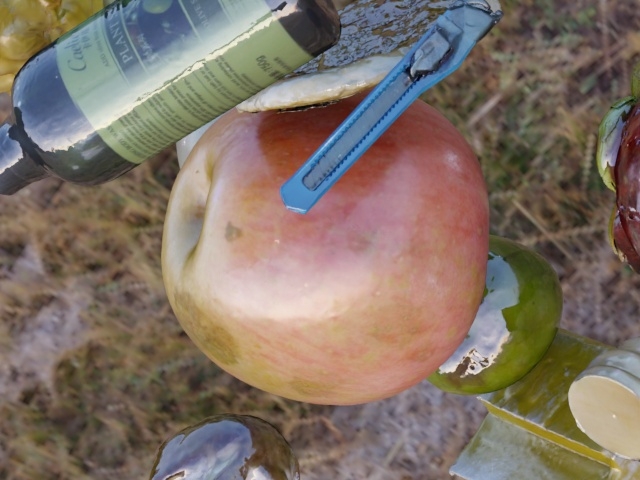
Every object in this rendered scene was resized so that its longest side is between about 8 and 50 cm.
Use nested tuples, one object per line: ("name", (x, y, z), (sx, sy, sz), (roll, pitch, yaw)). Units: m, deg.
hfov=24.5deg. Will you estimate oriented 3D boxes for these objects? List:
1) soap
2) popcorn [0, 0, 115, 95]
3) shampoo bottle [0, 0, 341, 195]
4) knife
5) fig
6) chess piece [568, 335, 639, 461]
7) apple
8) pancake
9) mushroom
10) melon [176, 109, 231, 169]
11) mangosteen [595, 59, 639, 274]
("soap", (0.319, 0.252, 1.830), (0.259, 0.143, 0.281), (-54, 31, -11))
("popcorn", (-0.268, -0.245, 1.255), (0.190, 0.250, 0.250), (-9, 58, 23))
("shampoo bottle", (-0.127, -0.104, 0.978), (0.283, 0.101, 0.101), (-30, 49, 14))
("knife", (0.065, -0.123, 1.276), (0.296, 0.044, 0.026), (-48, 8, -27))
("fig", (0.206, 0.085, 1.854), (0.203, 0.225, 0.203), (12, 109, 35))
("chess piece", (0.428, 0.078, 1.653), (0.117, 0.117, 0.397), (12, 43, 42))
("apple", (0.000, 0.000, 1.591), (0.364, 0.364, 0.364), (-19, 54, 28))
("pancake", (0.042, -0.188, 1.438), (0.282, 0.049, 0.282), (-21, 21, 8))
("mushroom", (-0.081, 0.144, 0.632), (0.187, 0.060, 0.061), (-45, 12, 18))
("melon", (-0.050, -0.157, 1.883), (0.268, 0.268, 0.330), (17, 101, 43))
("mangosteen", (0.238, -0.044, 0.874), (0.180, 0.166, 0.166), (20, 77, 56))
